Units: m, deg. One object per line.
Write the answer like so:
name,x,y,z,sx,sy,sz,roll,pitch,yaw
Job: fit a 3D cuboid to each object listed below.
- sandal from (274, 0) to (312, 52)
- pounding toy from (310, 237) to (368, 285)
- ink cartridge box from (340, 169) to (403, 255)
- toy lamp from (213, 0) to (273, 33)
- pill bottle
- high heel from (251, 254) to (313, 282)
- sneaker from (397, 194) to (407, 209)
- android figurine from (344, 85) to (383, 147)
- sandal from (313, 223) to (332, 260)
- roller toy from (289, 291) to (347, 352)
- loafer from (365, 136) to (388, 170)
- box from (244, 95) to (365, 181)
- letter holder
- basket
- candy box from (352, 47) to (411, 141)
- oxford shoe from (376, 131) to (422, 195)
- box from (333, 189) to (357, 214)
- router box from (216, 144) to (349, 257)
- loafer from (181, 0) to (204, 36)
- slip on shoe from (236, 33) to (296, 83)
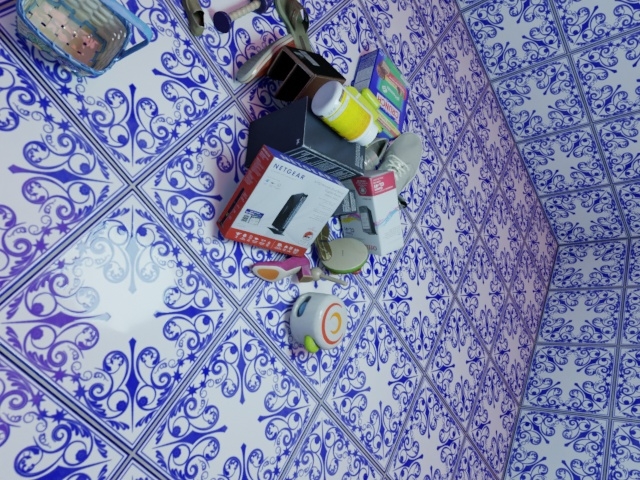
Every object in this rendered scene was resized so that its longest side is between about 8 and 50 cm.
sandal,-0.083,-0.844,1.830,0.120,0.086,0.303,-35,108,-44
pounding toy,0.080,0.104,1.809,0.237,0.182,0.110,-50,145,-38
ink cartridge box,0.186,-0.113,1.846,0.131,0.226,0.307,-20,108,-33
toy lamp,-0.256,-0.798,1.647,0.080,0.080,0.275,57,48,-24
pill bottle,0.081,-0.384,1.473,0.215,0.117,0.117,31,62,-38
high heel,-0.135,0.078,1.647,0.243,0.082,0.117,7,46,-32
sneaker,0.332,-0.116,2.110,0.086,0.132,0.229,-30,105,-45
android figurine,0.126,-0.509,1.939,0.248,0.056,0.273,-46,107,-3
sandal,0.000,0.000,1.796,0.072,0.049,0.180,8,59,-32
roller toy,-0.008,0.279,1.675,0.209,0.146,0.191,-6,96,-53
loafer,0.188,-0.342,2.011,0.112,0.111,0.320,54,50,-26
box,-0.048,-0.316,1.624,0.293,0.296,0.183,15,73,-44
letter holder,-0.072,-0.555,1.729,0.152,0.214,0.302,45,27,6
basket,-0.561,-0.516,1.122,0.254,0.288,0.201,36,59,-36
candy box,0.268,-0.644,2.142,0.268,0.122,0.318,33,62,-39
oxford shoe,0.312,-0.288,2.027,0.169,0.130,0.449,32,73,6
box,0.027,-0.133,1.768,0.158,0.155,0.093,-6,89,-42
router box,-0.118,-0.111,1.539,0.335,0.082,0.301,16,116,-43
loafer,-0.395,-0.725,1.507,0.056,0.050,0.148,-23,100,-46
slip on shoe,-0.176,-0.625,1.680,0.101,0.123,0.331,60,42,-26
